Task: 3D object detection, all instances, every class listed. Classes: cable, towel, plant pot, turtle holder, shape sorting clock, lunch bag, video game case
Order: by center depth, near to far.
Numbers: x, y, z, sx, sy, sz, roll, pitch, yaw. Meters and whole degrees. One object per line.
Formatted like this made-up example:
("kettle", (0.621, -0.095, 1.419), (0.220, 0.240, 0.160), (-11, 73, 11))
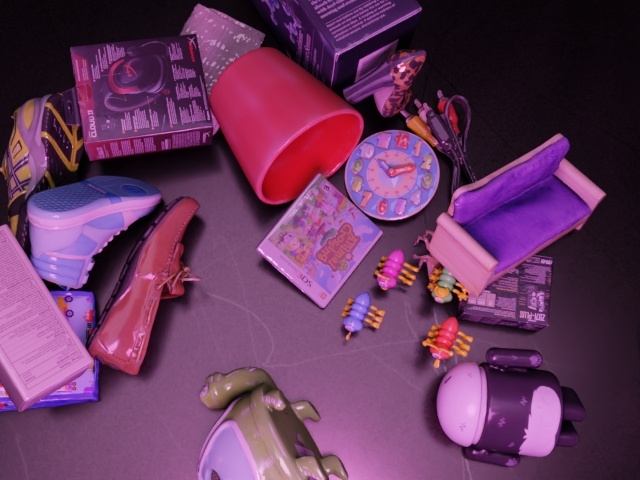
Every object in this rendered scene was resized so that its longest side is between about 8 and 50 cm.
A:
("turtle holder", (-0.122, 0.390, 1.534), (0.227, 0.243, 0.320), (-34, 88, 7))
("lunch bag", (-0.571, 0.216, 1.625), (0.293, 0.138, 0.221), (-2, 72, -13))
("plant pot", (-0.087, -0.251, 1.707), (0.275, 0.275, 0.243), (-36, 70, -11))
("video game case", (0.000, 0.000, 1.718), (0.193, 0.023, 0.212), (42, 76, -14))
("shape sorting clock", (0.155, -0.144, 1.774), (0.206, 0.040, 0.206), (-3, 71, 9))
("cable", (0.299, -0.202, 1.808), (0.139, 0.072, 0.287), (-27, 87, 1))
("towel", (-0.260, -0.382, 1.830), (0.187, 0.049, 0.282), (28, 77, 6))

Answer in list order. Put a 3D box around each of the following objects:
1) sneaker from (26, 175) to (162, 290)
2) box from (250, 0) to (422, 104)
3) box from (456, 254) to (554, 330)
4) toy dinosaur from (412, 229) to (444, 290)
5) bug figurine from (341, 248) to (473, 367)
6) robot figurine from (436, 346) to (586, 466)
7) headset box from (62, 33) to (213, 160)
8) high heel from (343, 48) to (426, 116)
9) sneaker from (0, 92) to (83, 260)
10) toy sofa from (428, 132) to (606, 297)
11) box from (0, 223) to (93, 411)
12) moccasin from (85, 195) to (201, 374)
("sneaker", (-0.466, -0.011, 1.668), (0.127, 0.319, 0.208), (29, 117, 29))
("box", (0.006, -0.527, 1.753), (0.212, 0.293, 0.395), (-30, 78, -10))
("box", (0.387, 0.102, 1.714), (0.180, 0.077, 0.147), (8, 75, 0))
("toy dinosaur", (0.252, 0.016, 1.754), (0.092, 0.053, 0.183), (29, 83, -11))
("bug figurine", (0.179, 0.128, 1.656), (0.279, 0.072, 0.216), (14, 72, 22))
("robot figurine", (0.368, 0.329, 1.608), (0.278, 0.173, 0.209), (7, 70, -1))
("headset box", (-0.386, -0.298, 1.707), (0.293, 0.110, 0.218), (-10, 77, -12))
("high heel", (0.185, -0.337, 1.713), (0.186, 0.261, 0.093), (-25, 83, 32))
("sneaker", (-0.594, -0.113, 1.717), (0.147, 0.145, 0.385), (-1, 76, 29))
("toy sofa", (0.404, -0.056, 1.643), (0.362, 0.177, 0.150), (-28, 62, -30))
("box", (-0.574, 0.145, 1.523), (0.148, 0.121, 0.311), (-29, 85, -33))
("moccasin", (-0.330, 0.084, 1.653), (0.147, 0.139, 0.380), (27, 64, -14))
